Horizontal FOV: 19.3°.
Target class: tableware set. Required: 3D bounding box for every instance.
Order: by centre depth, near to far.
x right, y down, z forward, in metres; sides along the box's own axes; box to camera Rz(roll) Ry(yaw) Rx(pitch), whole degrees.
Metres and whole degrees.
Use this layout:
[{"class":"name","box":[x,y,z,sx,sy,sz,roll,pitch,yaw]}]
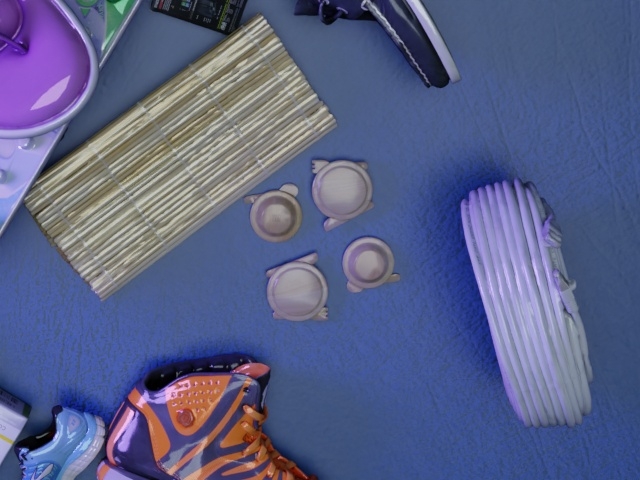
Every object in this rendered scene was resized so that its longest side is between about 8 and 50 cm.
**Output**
[{"class":"tableware set","box":[0.000,0.000,1.966,0.141,0.020,0.168,-16,100,1]}]

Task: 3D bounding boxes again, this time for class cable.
[{"class":"cable","box":[0.206,0.066,1.872,0.089,0.257,0.257,-14,115,4]}]

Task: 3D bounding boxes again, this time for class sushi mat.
[{"class":"sushi mat","box":[-0.146,-0.082,1.928,0.316,0.019,0.151,-37,116,2]}]

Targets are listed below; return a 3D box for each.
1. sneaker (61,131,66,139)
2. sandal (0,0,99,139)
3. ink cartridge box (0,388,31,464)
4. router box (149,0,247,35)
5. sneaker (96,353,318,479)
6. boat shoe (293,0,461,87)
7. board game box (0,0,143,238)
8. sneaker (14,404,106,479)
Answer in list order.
[{"class":"sneaker","box":[-0.303,-0.211,1.883,0.130,0.087,0.227,-34,93,8]},{"class":"sandal","box":[-0.393,-0.239,1.742,0.416,0.102,0.169,37,89,10]},{"class":"ink cartridge box","box":[-0.400,0.238,1.951,0.109,0.062,0.209,32,95,-8]},{"class":"router box","box":[-0.113,-0.263,1.874,0.092,0.122,0.038,17,58,-7]},{"class":"sneaker","box":[-0.057,0.227,1.941,0.321,0.124,0.180,22,97,-6]},{"class":"boat shoe","box":[0.008,-0.274,1.876,0.113,0.127,0.340,-36,97,3]},{"class":"board game box","box":[-0.410,-0.213,1.820,0.390,0.050,0.390,30,89,10]},{"class":"sneaker","box":[-0.295,0.236,1.949,0.073,0.063,0.162,34,93,-24]}]
